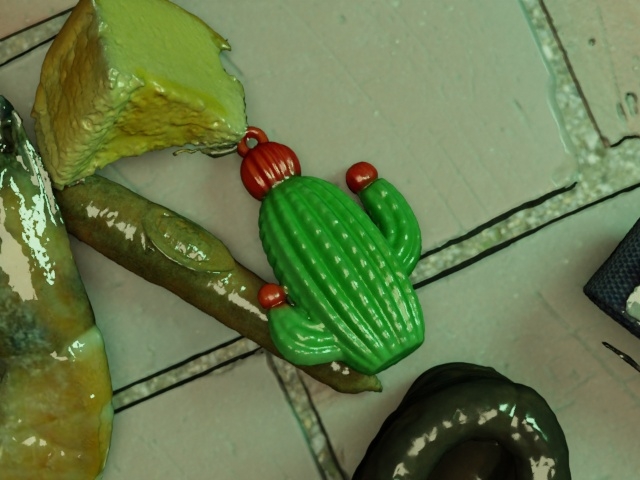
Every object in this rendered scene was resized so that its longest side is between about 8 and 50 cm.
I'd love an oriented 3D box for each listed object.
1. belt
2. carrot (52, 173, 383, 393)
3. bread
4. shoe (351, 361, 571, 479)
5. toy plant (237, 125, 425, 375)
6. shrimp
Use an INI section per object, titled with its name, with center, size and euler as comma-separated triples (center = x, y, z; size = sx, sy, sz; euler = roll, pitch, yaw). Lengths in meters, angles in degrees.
[belt]
center = 0.336, 0.084, 1.345
size = 0.230, 0.139, 0.126
euler = 38, 90, -1
[carrot]
center = -0.087, 0.040, 1.396
size = 0.342, 0.070, 0.070
euler = 32, 91, 0
[bread]
center = -0.155, -0.124, 1.374
size = 0.160, 0.169, 0.140
euler = 5, 55, -33
[shoe]
center = 0.075, 0.285, 1.303
size = 0.171, 0.237, 0.384
euler = 28, 90, 1
[toy plant]
center = 0.014, 0.004, 1.377
size = 0.155, 0.088, 0.240
euler = -5, 66, -11
[shrimp]
center = -0.326, 0.056, 1.374
size = 0.272, 0.085, 0.444
euler = -5, 101, 3
